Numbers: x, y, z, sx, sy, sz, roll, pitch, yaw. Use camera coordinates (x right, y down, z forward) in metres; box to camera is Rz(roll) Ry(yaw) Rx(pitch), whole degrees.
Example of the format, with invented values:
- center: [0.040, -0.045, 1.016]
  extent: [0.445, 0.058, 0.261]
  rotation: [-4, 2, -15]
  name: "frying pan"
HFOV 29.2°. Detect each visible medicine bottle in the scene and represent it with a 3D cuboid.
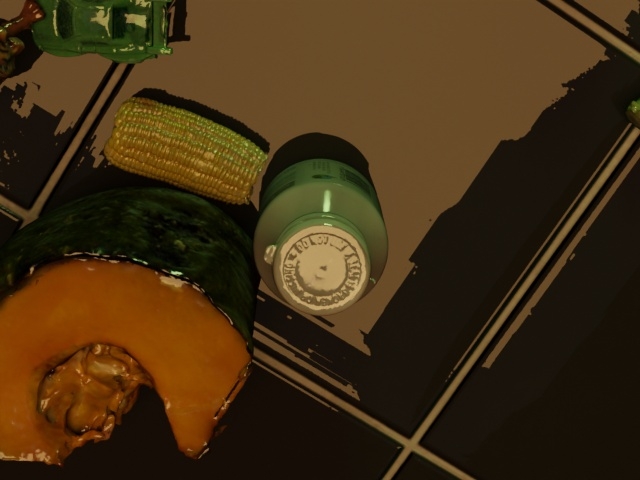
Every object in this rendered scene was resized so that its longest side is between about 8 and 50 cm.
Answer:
- center: [0.000, 0.000, 1.240]
  extent: [0.135, 0.215, 0.135]
  rotation: [0, 105, 0]
  name: "medicine bottle"

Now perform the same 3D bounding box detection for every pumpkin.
- center: [-0.211, 0.078, 1.254]
  extent: [0.303, 0.225, 0.256]
  rotation: [-1, 110, -2]
  name: "pumpkin"

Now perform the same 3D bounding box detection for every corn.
- center: [-0.141, -0.092, 1.292]
  extent: [0.165, 0.063, 0.085]
  rotation: [22, 94, -8]
  name: "corn"

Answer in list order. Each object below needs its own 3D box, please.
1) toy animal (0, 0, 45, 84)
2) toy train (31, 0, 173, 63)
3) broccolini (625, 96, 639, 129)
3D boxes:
- center: [-0.400, -0.207, 1.228]
  extent: [0.255, 0.116, 0.114]
  rotation: [22, 120, 13]
  name: "toy animal"
- center: [-0.221, -0.225, 1.247]
  extent: [0.149, 0.081, 0.099]
  rotation: [3, 106, -2]
  name: "toy train"
- center: [0.447, -0.270, 1.238]
  extent: [0.079, 0.074, 0.392]
  rotation: [41, 101, 28]
  name: "broccolini"
